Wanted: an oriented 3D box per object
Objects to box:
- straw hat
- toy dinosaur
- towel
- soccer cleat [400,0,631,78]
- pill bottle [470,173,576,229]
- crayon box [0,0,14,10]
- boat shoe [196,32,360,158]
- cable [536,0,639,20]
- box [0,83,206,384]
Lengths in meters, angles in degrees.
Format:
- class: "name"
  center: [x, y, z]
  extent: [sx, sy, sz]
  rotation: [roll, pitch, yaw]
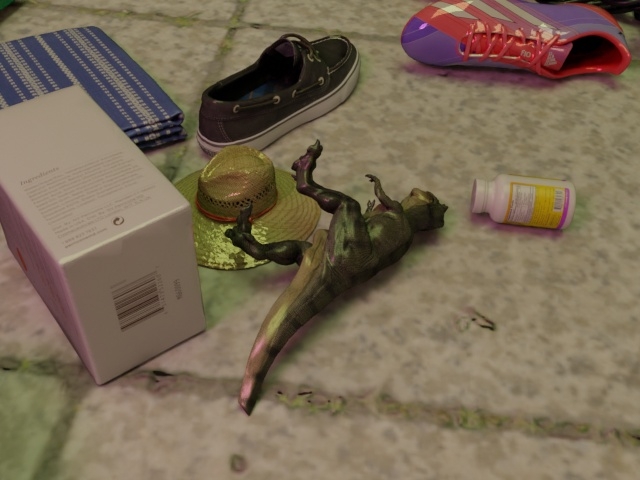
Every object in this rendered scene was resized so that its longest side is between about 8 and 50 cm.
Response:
- class: "straw hat"
  center: [-0.071, -0.047, 0.619]
  extent: [0.145, 0.061, 0.144]
  rotation: [2, 46, -2]
- class: "toy dinosaur"
  center: [0.000, 0.000, 0.566]
  extent: [0.118, 0.064, 0.268]
  rotation: [46, 57, 7]
- class: "towel"
  center: [-0.328, -0.113, 0.695]
  extent: [0.336, 0.040, 0.243]
  rotation: [-24, 49, -26]
- class: "soccer cleat"
  center: [0.214, -0.216, 0.791]
  extent: [0.248, 0.083, 0.095]
  rotation: [-2, 43, -10]
- class: "pill bottle"
  center: [0.175, -0.035, 0.633]
  extent: [0.083, 0.043, 0.043]
  rotation: [7, 45, 4]
- class: "crayon box"
  center: [-0.465, -0.254, 0.765]
  extent: [0.165, 0.081, 0.278]
  rotation: [8, 39, 10]
- class: "boat shoe"
  center: [-0.037, -0.164, 0.726]
  extent: [0.080, 0.076, 0.228]
  rotation: [34, 53, 27]
- class: "cable"
  center: [0.329, -0.288, 0.858]
  extent: [0.185, 0.047, 0.150]
  rotation: [9, 21, -12]
- class: "box"
  center: [-0.168, -0.009, 0.527]
  extent: [0.091, 0.130, 0.170]
  rotation: [-28, 53, -26]
